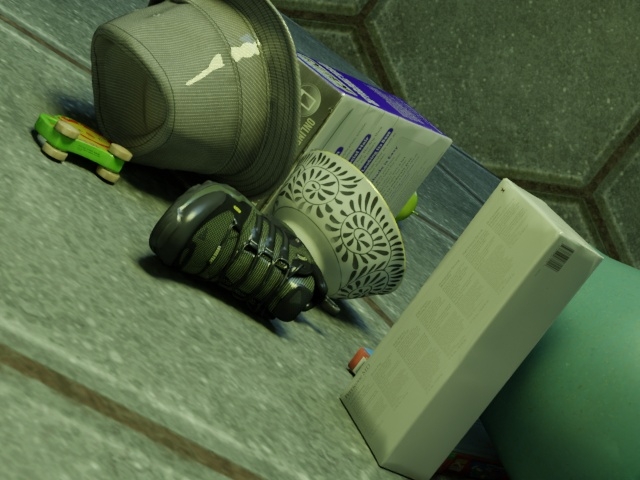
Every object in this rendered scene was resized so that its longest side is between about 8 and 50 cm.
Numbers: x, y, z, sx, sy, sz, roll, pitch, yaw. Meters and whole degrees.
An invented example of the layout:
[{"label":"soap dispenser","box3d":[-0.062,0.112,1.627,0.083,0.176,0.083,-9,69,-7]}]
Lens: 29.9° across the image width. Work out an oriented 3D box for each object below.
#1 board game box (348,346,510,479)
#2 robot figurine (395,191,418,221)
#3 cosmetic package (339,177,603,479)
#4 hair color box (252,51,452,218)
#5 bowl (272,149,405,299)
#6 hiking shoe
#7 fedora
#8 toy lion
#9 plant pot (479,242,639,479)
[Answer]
[{"label":"board game box","box3d":[0.155,0.183,1.170,0.281,0.027,0.145,22,21,-47]},{"label":"robot figurine","box3d":[0.103,-0.073,1.826,0.101,0.067,0.115,9,27,-39]},{"label":"cosmetic package","box3d":[0.120,0.075,0.986,0.060,0.239,0.099,26,17,-34]},{"label":"hair color box","box3d":[0.013,-0.101,1.440,0.110,0.185,0.339,41,14,21]},{"label":"bowl","box3d":[0.000,0.000,1.227,0.080,0.170,0.170,-31,60,-29]},{"label":"hiking shoe","box3d":[-0.057,0.017,1.070,0.114,0.086,0.227,40,12,28]},{"label":"fedora","box3d":[-0.149,-0.153,1.208,0.124,0.244,0.275,-12,30,-35]},{"label":"toy lion","box3d":[-0.232,-0.097,1.149,0.100,0.034,0.096,23,12,-44]},{"label":"plant pot","box3d":[0.265,0.144,1.041,0.255,0.272,0.271,45,16,31]}]
